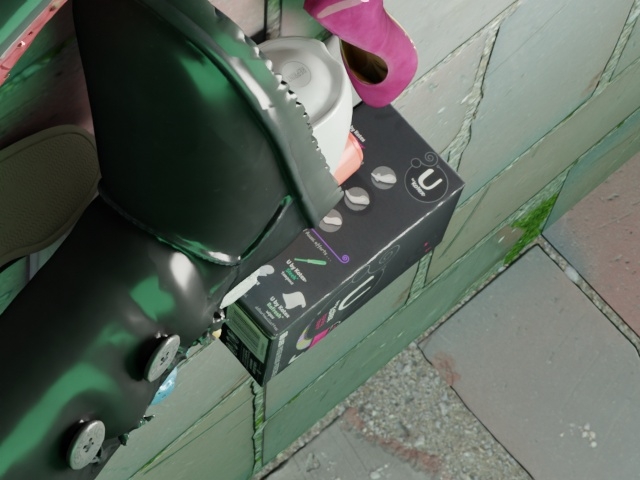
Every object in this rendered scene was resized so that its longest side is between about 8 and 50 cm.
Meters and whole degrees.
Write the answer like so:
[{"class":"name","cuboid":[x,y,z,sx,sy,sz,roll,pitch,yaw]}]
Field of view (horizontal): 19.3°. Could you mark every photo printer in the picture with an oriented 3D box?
[{"class":"photo printer","cuboid":[-0.104,-0.036,1.624,0.307,0.107,0.256,-37,166,-23]}]

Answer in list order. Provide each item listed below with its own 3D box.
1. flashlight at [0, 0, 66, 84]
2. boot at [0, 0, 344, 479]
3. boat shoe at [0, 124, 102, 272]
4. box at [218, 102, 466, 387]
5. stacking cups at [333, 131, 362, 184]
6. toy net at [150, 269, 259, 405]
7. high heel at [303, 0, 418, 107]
[{"class":"flashlight","cuboid":[-0.187,-0.123,1.132,0.304,0.103,0.103,-45,-167,7]},{"class":"boot","cuboid":[-0.194,0.049,1.309,0.445,0.146,0.367,-48,149,-7]},{"class":"boat shoe","cuboid":[-0.258,-0.009,1.382,0.233,0.084,0.079,-43,-153,-27]},{"class":"box","cuboid":[0.000,0.000,1.965,0.270,0.143,0.165,-39,167,-18]},{"class":"stacking cups","cuboid":[-0.089,0.000,1.828,0.316,0.096,0.096,-39,167,-22]},{"class":"toy net","cuboid":[-0.132,0.081,1.592,0.122,0.045,0.232,-26,160,-45]},{"class":"high heel","cuboid":[0.026,-0.167,1.623,0.117,0.082,0.244,-45,165,-23]}]
